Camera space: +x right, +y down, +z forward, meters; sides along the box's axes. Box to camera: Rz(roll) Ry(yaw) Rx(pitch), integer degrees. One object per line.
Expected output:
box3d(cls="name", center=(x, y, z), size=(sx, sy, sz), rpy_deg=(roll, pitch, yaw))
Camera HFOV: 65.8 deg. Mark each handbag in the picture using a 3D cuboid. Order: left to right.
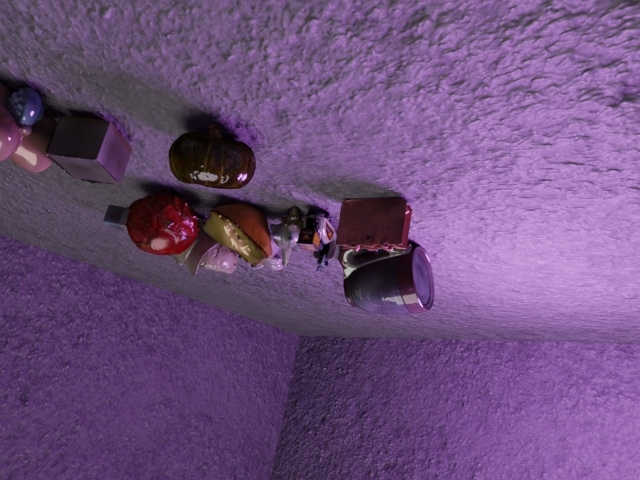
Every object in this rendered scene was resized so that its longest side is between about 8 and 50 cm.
box3d(cls="handbag", center=(0.155, -0.044, 1.451), size=(0.212, 0.157, 0.059), rpy_deg=(0, 158, 31))

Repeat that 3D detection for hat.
box3d(cls="hat", center=(-0.483, 0.011, 1.844), size=(0.164, 0.219, 0.226), rpy_deg=(39, 177, -17))

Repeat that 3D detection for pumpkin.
box3d(cls="pumpkin", center=(-0.277, -0.214, 1.260), size=(0.219, 0.162, 0.219), rpy_deg=(7, -174, -1))

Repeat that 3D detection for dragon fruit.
box3d(cls="dragon fruit", center=(-0.547, -0.059, 1.727), size=(0.252, 0.241, 0.241), rpy_deg=(-3, 163, -13))

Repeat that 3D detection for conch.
box3d(cls="conch", center=(-0.123, -0.028, 1.707), size=(0.114, 0.137, 0.234), rpy_deg=(10, 144, -29))

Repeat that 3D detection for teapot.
box3d(cls="teapot", center=(0.216, 0.123, 1.777), size=(0.312, 0.233, 0.315), rpy_deg=(-12, 112, 27))

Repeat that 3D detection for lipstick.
box3d(cls="lipstick", center=(-0.680, -0.064, 2.003), size=(0.371, 0.080, 0.076), rpy_deg=(10, 159, 4))

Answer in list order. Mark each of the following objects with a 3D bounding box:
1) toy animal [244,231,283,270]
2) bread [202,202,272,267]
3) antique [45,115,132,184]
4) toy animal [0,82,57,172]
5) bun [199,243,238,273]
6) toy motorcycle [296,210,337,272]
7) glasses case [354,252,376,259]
box3d(cls="toy animal", center=(-0.225, 0.040, 1.955), size=(0.178, 0.128, 0.193), rpy_deg=(9, 162, 15))
box3d(cls="bread", center=(-0.266, -0.037, 1.728), size=(0.262, 0.163, 0.204), rpy_deg=(40, 156, -9))
box3d(cls="antique", center=(-0.622, -0.250, 1.346), size=(0.151, 0.148, 0.147), rpy_deg=(9, 161, 7))
box3d(cls="toy animal", center=(-0.813, -0.287, 1.290), size=(0.229, 0.210, 0.221), rpy_deg=(-23, 159, -13))
box3d(cls="bun", center=(-0.457, 0.052, 2.095), size=(0.243, 0.153, 0.244), rpy_deg=(12, -179, 0))
box3d(cls="toy motorcycle", center=(0.000, 0.000, 1.672), size=(0.091, 0.157, 0.263), rpy_deg=(6, 158, 20))
box3d(cls="glasses case", center=(0.155, 0.095, 1.969), size=(0.049, 0.073, 0.194), rpy_deg=(31, 154, -23))
